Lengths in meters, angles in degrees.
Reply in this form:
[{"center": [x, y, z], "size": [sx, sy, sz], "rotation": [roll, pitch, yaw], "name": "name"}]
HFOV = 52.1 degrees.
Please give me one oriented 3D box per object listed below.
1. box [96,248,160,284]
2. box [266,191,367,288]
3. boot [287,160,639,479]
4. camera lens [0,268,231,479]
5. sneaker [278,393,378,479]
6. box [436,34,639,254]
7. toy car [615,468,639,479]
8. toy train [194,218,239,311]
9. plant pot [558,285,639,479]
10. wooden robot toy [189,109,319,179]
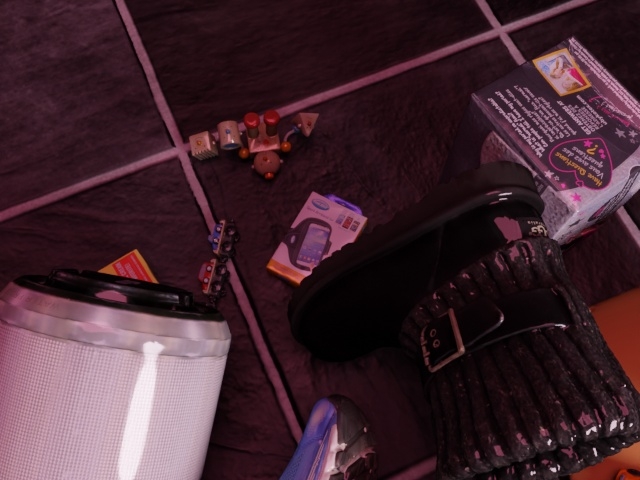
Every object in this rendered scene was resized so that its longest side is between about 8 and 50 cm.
[{"center": [-0.290, 0.110, 0.765], "size": [0.232, 0.058, 0.087], "rotation": [-31, 72, -12], "name": "box"}, {"center": [0.000, 0.000, 0.828], "size": [0.081, 0.028, 0.136], "rotation": [27, 72, 10], "name": "box"}, {"center": [0.102, 0.115, 0.622], "size": [0.131, 0.348, 0.260], "rotation": [9, 55, -36], "name": "boot"}, {"center": [-0.214, 0.173, 0.626], "size": [0.219, 0.219, 0.274], "rotation": [11, 87, 4], "name": "camera lens"}, {"center": [-0.061, 0.291, 0.625], "size": [0.147, 0.130, 0.330], "rotation": [27, 91, 29], "name": "sneaker"}, {"center": [0.242, -0.069, 0.738], "size": [0.142, 0.247, 0.163], "rotation": [-31, 71, -12], "name": "box"}, {"center": [0.277, 0.178, 0.508], "size": [0.060, 0.040, 0.122], "rotation": [29, 113, 19], "name": "toy car"}, {"center": [-0.133, 0.045, 0.811], "size": [0.036, 0.027, 0.158], "rotation": [6, 68, 14], "name": "toy train"}, {"center": [0.331, 0.172, 0.644], "size": [0.204, 0.291, 0.290], "rotation": [-13, 68, 13], "name": "plant pot"}, {"center": [-0.082, -0.119, 0.856], "size": [0.173, 0.076, 0.079], "rotation": [-10, 79, -4], "name": "wooden robot toy"}]
